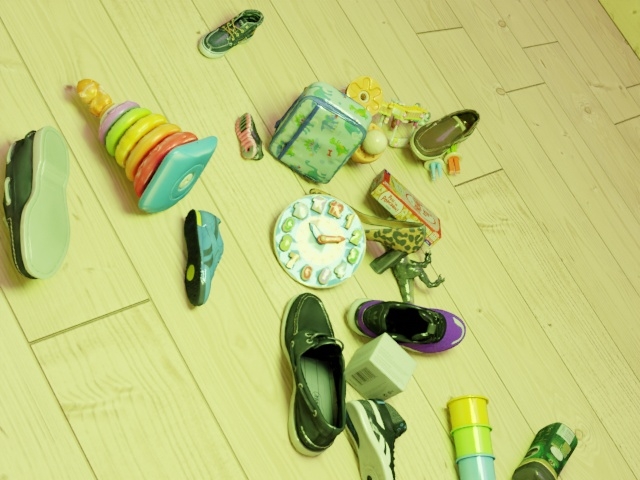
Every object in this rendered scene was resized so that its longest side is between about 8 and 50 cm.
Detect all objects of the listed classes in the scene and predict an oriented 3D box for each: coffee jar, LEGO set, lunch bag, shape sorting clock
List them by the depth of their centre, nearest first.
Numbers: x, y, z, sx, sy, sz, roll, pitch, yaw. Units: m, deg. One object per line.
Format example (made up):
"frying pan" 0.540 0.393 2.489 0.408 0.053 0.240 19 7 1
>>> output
"shape sorting clock" 0.000 0.000 1.834 0.206 0.040 0.206 4 74 -16
"coffee jar" 0.499 0.492 1.902 0.079 0.096 0.184 48 45 3
"lunch bag" -0.006 -0.239 1.908 0.176 0.219 0.090 33 46 -12
"LEGO set" 0.159 -0.310 2.198 0.287 0.107 0.132 6 24 -30

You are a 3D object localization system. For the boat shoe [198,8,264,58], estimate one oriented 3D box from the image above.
"boat shoe" -0.210 -0.495 2.015 0.065 0.083 0.183 49 44 -1

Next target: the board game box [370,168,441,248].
"board game box" 0.206 -0.078 2.049 0.193 0.045 0.147 42 17 -8

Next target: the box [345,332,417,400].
"box" 0.122 0.266 1.755 0.102 0.101 0.087 43 44 -8

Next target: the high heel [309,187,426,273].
"high heel" 0.108 -0.058 1.898 0.261 0.186 0.093 44 45 -6

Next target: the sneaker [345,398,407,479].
"sneaker" 0.134 0.410 1.683 0.121 0.079 0.217 -2 62 -37

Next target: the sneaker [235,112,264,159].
"sneaker" -0.154 -0.231 1.919 0.057 0.047 0.119 16 56 -48

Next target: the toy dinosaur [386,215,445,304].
"toy dinosaur" 0.217 0.071 1.988 0.118 0.064 0.268 -5 65 -21

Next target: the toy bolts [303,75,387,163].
"toy bolts" 0.071 -0.309 2.006 0.228 0.158 0.218 23 84 -24

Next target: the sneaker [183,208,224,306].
"sneaker" -0.219 0.034 1.668 0.082 0.069 0.209 17 53 -34

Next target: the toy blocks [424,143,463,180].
"toy blocks" 0.328 -0.213 2.268 0.123 0.054 0.148 19 52 -27

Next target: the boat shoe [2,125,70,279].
"boat shoe" -0.504 -0.059 1.497 0.114 0.091 0.303 50 30 -50

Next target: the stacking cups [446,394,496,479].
"stacking cups" 0.325 0.484 1.774 0.096 0.096 0.316 17 53 -29

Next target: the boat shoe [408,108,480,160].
"boat shoe" 0.326 -0.287 2.209 0.095 0.095 0.257 52 46 4

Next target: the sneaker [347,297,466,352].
"sneaker" 0.214 0.189 1.829 0.293 0.146 0.102 11 82 -28

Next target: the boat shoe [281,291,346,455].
"boat shoe" -0.002 0.239 1.667 0.127 0.113 0.340 21 51 -25

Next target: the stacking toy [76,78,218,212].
"stacking toy" -0.370 -0.211 1.673 0.302 0.166 0.175 42 28 7
